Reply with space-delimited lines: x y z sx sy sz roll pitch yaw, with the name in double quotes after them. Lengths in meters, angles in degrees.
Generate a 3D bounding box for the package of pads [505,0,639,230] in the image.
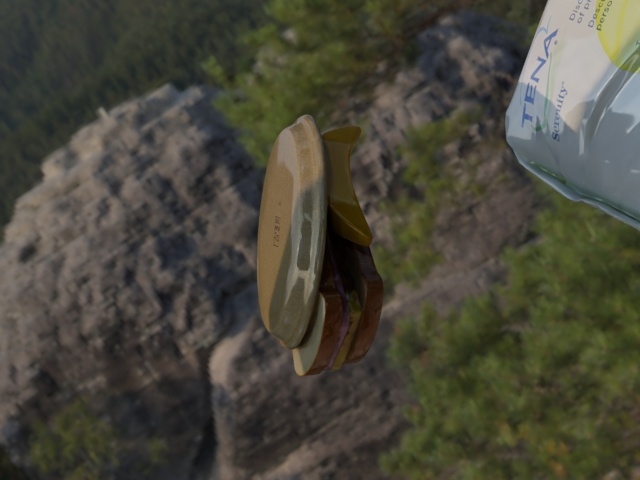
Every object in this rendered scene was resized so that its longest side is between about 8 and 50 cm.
0.210 -0.134 0.432 0.229 0.296 0.101 7 19 -38 "package of pads"

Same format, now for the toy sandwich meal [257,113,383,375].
0.000 0.000 0.398 0.029 0.085 0.085 4 8 -13 "toy sandwich meal"
